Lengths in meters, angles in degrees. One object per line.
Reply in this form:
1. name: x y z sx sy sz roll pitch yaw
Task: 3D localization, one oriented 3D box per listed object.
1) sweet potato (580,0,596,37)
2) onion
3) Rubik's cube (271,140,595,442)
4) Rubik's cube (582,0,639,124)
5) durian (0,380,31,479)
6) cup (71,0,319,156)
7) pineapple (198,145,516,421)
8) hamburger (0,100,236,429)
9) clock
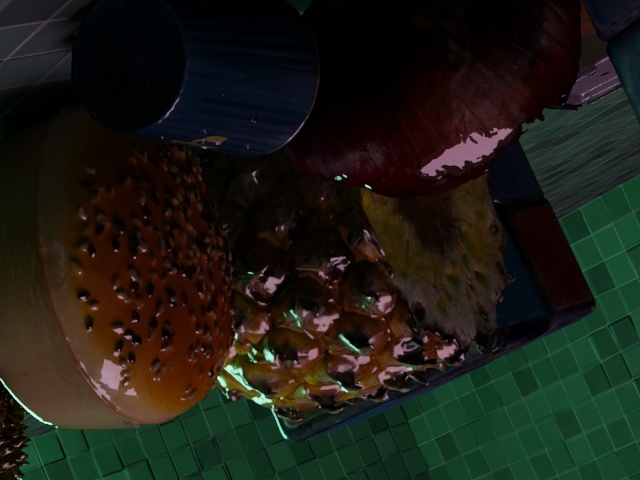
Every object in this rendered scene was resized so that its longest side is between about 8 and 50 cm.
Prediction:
1. sweet potato: 0.270 -0.238 1.857 0.314 0.066 0.072 -16 140 -39
2. onion: 0.068 -0.169 1.457 0.272 0.195 0.272 -24 -147 17
3. Rubik's cube: 0.088 0.024 2.162 0.316 0.313 0.318 -28 171 30
4. Rubik's cube: 0.409 -0.241 1.322 0.344 0.337 0.344 -19 172 -27
5. durian: -0.459 0.228 2.134 0.258 0.293 0.258 15 162 5
6. cup: -0.114 -0.131 1.384 0.176 0.131 0.155 1 -179 32
7. pineapple: -0.001 0.002 1.823 0.300 0.352 0.352 -17 175 25
8. hamburger: -0.179 0.019 1.558 0.176 0.300 0.300 -12 175 16
9. clock: 0.322 -0.215 2.137 0.147 0.071 0.192 -27 171 25
